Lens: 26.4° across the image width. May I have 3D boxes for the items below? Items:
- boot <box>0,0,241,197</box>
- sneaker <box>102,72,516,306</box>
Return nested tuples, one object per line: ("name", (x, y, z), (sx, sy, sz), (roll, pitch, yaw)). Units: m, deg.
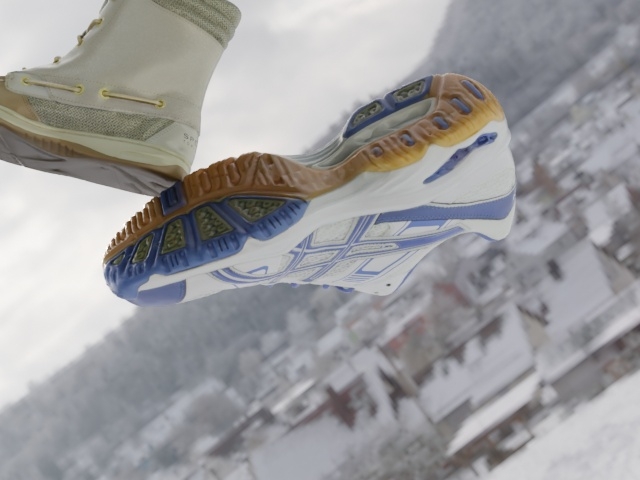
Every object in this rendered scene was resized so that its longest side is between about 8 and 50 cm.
("boot", (-0.178, -0.134, 1.007), (0.077, 0.213, 0.165), (99, -172, -70))
("sneaker", (0.000, 0.000, 0.947), (0.296, 0.131, 0.112), (-20, 36, 4))
